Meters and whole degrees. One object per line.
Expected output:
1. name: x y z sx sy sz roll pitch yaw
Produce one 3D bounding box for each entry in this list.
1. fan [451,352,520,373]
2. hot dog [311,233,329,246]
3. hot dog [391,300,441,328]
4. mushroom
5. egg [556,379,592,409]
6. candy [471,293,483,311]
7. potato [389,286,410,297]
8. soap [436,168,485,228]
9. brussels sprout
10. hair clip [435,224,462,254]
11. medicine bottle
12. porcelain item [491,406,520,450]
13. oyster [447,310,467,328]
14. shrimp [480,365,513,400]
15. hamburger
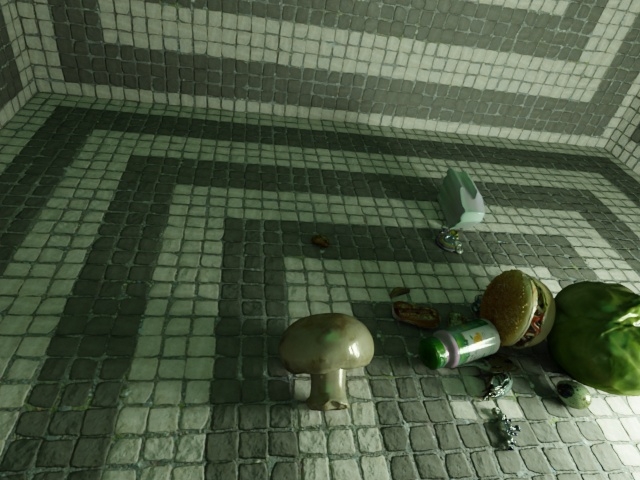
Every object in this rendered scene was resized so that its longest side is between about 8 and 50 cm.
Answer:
1. fan: 0.560 0.429 1.522 0.226 0.008 0.152 -5 9 1
2. hot dog: 0.000 0.000 1.939 0.083 0.035 0.058 19 35 10
3. hot dog: 0.364 0.281 1.667 0.191 0.059 0.108 11 34 2
4. mushroom: 0.020 0.371 1.348 0.297 0.297 0.290 -1 77 -15
5. egg: 0.848 0.515 1.472 0.085 0.085 0.110 -25 48 -37
6. candy: 0.723 0.271 1.777 0.226 0.051 0.094 6 49 -3
7. potato: 0.316 0.200 1.770 0.093 0.037 0.036 -11 39 -25
8. soap: 0.706 -0.196 2.221 0.114 0.208 0.347 6 38 -7
9. brussels sprout: 0.978 0.353 1.515 0.360 0.343 0.425 -18 39 -8
10. hair clip: 0.607 -0.002 2.093 0.115 0.049 0.172 -4 47 1
11. medicine bottle: 0.480 0.364 1.531 0.274 0.134 0.133 -10 43 -23
12. porcelain item: 0.592 0.587 1.371 0.075 0.021 0.136 8 39 -11
13. oyster: 0.510 0.318 1.678 0.132 0.029 0.086 -28 46 -35
14. shrimp: 0.576 0.479 1.441 0.232 0.090 0.079 -13 64 -47
15. hamburger: 0.703 0.248 1.605 0.170 0.302 0.302 15 37 -16
